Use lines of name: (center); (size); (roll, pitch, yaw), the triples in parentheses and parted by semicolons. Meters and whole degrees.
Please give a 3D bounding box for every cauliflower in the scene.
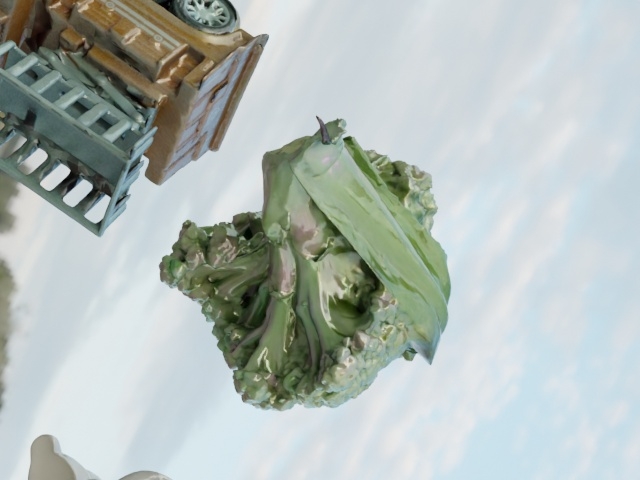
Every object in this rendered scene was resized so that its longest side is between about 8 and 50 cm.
cauliflower: (0.000, 0.000, 1.342); (0.256, 0.239, 0.315); (-33, 136, -23)

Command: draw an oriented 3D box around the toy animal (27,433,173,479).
toy animal: (-0.225, 0.269, 1.521); (0.182, 0.127, 0.131); (53, 45, -68)

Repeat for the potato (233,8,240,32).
potato: (-0.090, -0.163, 1.357); (0.045, 0.046, 0.092); (11, 75, -72)

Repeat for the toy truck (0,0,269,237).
toy truck: (-0.129, -0.093, 0.712); (0.115, 0.177, 0.080); (-47, 169, -46)
